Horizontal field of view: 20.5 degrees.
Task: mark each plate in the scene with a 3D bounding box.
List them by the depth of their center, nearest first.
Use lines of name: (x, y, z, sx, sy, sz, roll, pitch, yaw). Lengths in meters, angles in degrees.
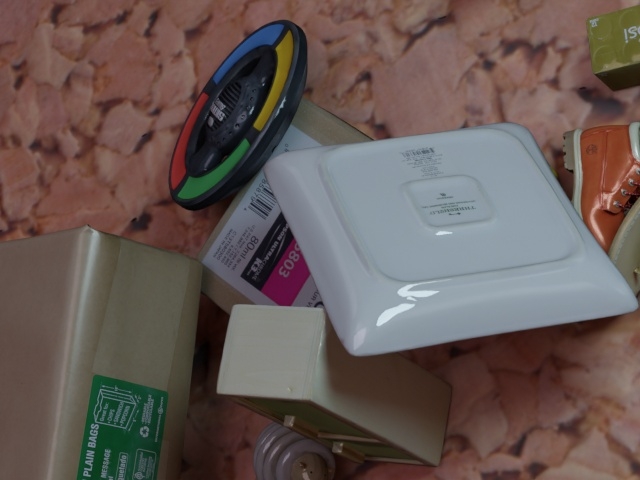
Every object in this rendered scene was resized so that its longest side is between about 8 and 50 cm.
plate: (0.115, -0.019, 1.617, 0.277, 0.045, 0.278, -9, 42, -16)

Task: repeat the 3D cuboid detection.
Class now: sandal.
sandal: (0.349, -0.028, 1.635, 0.079, 0.088, 0.240, 29, 87, 38)

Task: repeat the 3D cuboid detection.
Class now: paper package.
paper package: (-0.281, 0.163, 1.846, 0.309, 0.168, 0.324, -8, 71, 50)

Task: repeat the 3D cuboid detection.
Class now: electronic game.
electronic game: (-0.089, -0.134, 1.885, 0.229, 0.048, 0.229, -42, 30, 32)

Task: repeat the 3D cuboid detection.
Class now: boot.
boot: (0.283, -0.040, 1.696, 0.085, 0.059, 0.158, -12, 70, 22)

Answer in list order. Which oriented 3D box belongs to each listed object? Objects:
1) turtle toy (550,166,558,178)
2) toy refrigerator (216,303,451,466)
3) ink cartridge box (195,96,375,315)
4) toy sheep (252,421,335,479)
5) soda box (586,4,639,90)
turtle toy: (0.186, -0.043, 1.744, 0.130, 0.066, 0.095, 35, 95, 32)
toy refrigerator: (0.018, 0.144, 1.665, 0.102, 0.269, 0.094, 1, 73, 30)
ink cartridge box: (0.000, 0.000, 1.828, 0.193, 0.088, 0.234, 35, 94, 34)
toy sheep: (-0.029, 0.223, 1.786, 0.091, 0.091, 0.132, -61, 32, 2)
soda box: (0.351, -0.198, 1.698, 0.181, 0.058, 0.061, -13, 71, 27)
